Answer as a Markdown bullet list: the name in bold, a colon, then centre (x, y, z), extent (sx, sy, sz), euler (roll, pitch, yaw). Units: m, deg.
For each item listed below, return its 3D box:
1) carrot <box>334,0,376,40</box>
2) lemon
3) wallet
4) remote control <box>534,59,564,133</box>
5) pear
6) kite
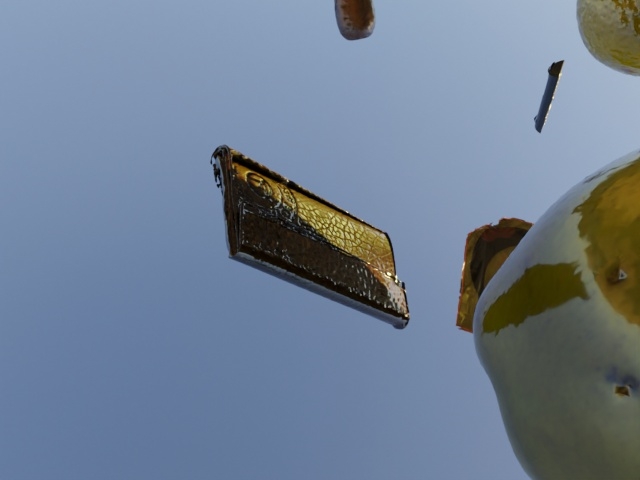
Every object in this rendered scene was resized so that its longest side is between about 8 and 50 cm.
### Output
- **carrot**: centre (0.036, -0.350, 0.827), extent (0.055, 0.161, 0.055), euler (-12, -159, 5)
- **lemon**: centre (0.505, -0.362, 0.939), extent (0.228, 0.228, 0.253), euler (28, -140, 18)
- **wallet**: centre (0.000, 0.000, 0.623), extent (0.243, 0.039, 0.133), euler (26, -140, -40)
- **remote control**: centre (0.264, -0.167, 0.723), extent (0.016, 0.091, 0.034), euler (17, -123, 16)
- **pear**: centre (0.343, 0.083, 0.520), extent (0.418, 0.362, 0.362), euler (-25, -142, 28)
- **kite**: centre (0.426, 0.099, 1.246), extent (0.377, 0.013, 0.327), euler (-25, -105, -20)
